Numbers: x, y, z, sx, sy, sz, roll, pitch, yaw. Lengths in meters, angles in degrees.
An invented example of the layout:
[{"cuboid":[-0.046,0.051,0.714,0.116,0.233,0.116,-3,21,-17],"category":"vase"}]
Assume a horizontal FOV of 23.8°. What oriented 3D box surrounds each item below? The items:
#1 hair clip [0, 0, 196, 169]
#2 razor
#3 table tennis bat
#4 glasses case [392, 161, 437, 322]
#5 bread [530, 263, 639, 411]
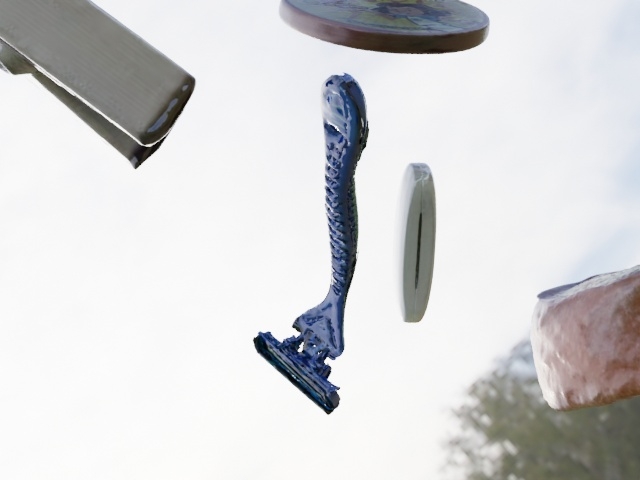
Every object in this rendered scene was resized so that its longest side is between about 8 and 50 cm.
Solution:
[{"cuboid":[-0.244,-0.184,1.152,0.085,0.330,0.101,-54,7,-3],"category":"hair clip"},{"cuboid":[0.009,-0.005,1.194,0.056,0.093,0.324,-31,-34,-35],"category":"razor"},{"cuboid":[0.049,-0.228,1.497,0.200,0.310,0.038,-1,-68,-17],"category":"table tennis bat"},{"cuboid":[0.094,0.003,1.532,0.041,0.063,0.164,2,-76,-6],"category":"glasses case"},{"cuboid":[0.293,0.080,1.399,0.190,0.123,0.244,-15,-6,-8],"category":"bread"}]
